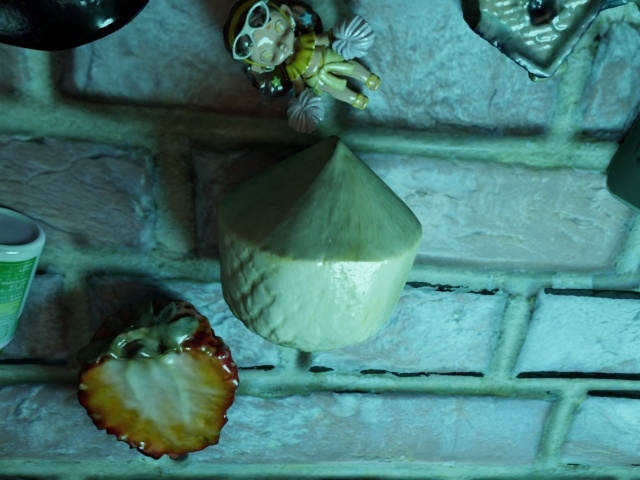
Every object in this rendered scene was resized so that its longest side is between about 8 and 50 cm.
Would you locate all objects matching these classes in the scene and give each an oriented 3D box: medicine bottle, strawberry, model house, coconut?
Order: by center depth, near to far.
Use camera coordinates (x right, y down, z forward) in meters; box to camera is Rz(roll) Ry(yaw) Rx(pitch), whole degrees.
[{"bbox_3d":[0.329,-0.355,0.691,0.298,0.243,0.284,-12,120,13],"label":"model house"},{"bbox_3d":[0.000,0.000,0.806,0.329,0.329,0.329,-2,115,-4],"label":"coconut"},{"bbox_3d":[-0.548,0.090,0.877,0.133,0.133,0.274,24,110,-15],"label":"medicine bottle"},{"bbox_3d":[-0.278,0.245,0.976,0.265,0.149,0.336,-13,126,-6],"label":"strawberry"}]

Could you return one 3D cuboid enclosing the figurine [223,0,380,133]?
[{"bbox_3d":[-0.021,-0.257,0.771,0.240,0.116,0.175,23,113,-21],"label":"figurine"}]

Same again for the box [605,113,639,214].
[{"bbox_3d":[0.602,-0.166,0.709,0.111,0.396,0.396,15,112,-15],"label":"box"}]

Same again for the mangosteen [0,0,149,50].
[{"bbox_3d":[-0.324,-0.368,0.616,0.287,0.233,0.287,11,125,17],"label":"mangosteen"}]
